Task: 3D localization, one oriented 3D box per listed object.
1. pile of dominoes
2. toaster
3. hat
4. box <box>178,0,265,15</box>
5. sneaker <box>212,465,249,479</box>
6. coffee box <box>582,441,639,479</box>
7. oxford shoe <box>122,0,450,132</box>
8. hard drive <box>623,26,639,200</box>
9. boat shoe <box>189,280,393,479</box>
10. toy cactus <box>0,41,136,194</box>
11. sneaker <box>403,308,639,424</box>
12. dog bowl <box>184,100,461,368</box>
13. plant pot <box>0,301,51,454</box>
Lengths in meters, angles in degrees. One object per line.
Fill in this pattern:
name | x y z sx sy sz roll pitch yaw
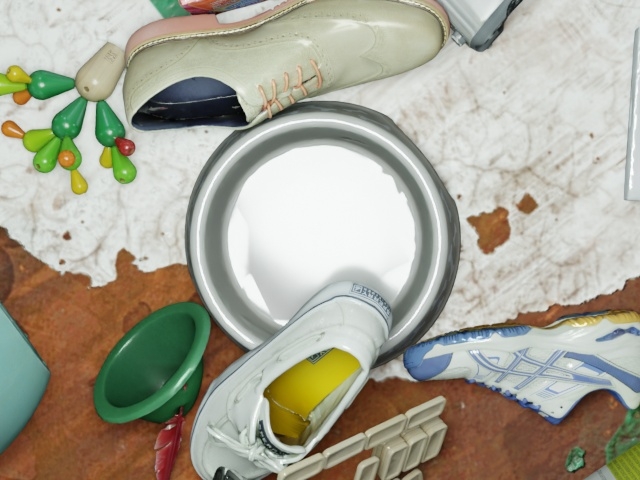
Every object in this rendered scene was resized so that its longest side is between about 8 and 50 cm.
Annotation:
pile of dominoes | 0.035 0.273 1.641 0.251 0.196 0.040 -20 51 -30
toaster | 0.205 -0.347 1.668 0.146 0.129 0.227 42 95 3
hat | -0.164 0.204 1.740 0.208 0.173 0.183 -29 124 22
box | -0.135 -0.407 1.682 0.123 0.128 0.257 -15 91 4
sneaker | -0.086 0.342 1.660 0.121 0.262 0.099 16 64 -8
coffee box | 0.428 0.421 1.575 0.334 0.338 0.337 -35 89 4
oxford shoe | -0.041 -0.194 1.652 0.397 0.146 0.140 -10 136 12
hard drive | 0.536 -0.144 1.700 0.319 0.040 0.210 4 92 3
boat shoe | -0.049 0.209 1.609 0.136 0.156 0.367 37 126 -13
toy cactus | -0.304 -0.166 1.721 0.219 0.112 0.180 32 83 10
sneaker | 0.250 0.161 1.690 0.296 0.112 0.131 -6 92 4
dog bowl | 0.000 0.000 1.702 0.349 0.102 0.349 0 92 3
plant pot | -0.463 0.152 1.647 0.235 0.293 0.293 -36 90 -10
